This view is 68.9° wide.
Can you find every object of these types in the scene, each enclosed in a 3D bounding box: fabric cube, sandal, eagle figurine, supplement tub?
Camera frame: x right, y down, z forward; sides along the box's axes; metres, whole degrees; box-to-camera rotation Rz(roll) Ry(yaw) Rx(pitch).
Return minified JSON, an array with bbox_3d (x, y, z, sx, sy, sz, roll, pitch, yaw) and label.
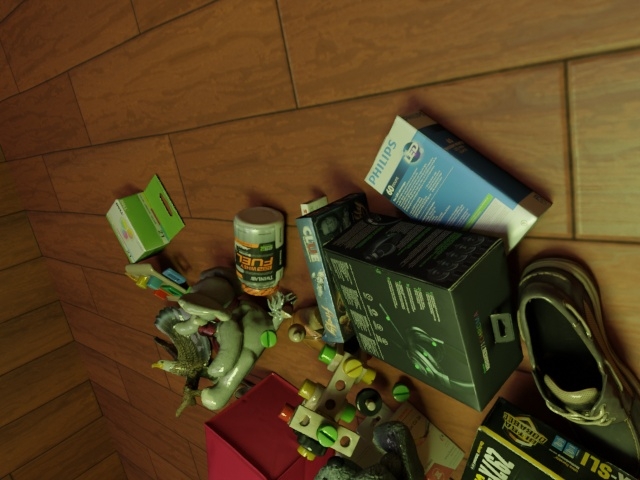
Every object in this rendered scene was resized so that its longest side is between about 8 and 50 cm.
[{"bbox_3d":[-0.132,0.573,1.250,0.254,0.259,0.258,27,126,33],"label":"fabric cube"},{"bbox_3d":[-0.240,0.476,1.454,0.180,0.049,0.072,2,111,43],"label":"sandal"},{"bbox_3d":[-0.452,0.388,1.546,0.226,0.225,0.298,-30,51,8],"label":"eagle figurine"},{"bbox_3d":[-0.142,0.027,1.094,0.117,0.117,0.190,23,124,34],"label":"supplement tub"}]

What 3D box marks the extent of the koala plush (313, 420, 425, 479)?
[{"bbox_3d":[0.072,0.481,0.883,0.221,0.196,0.203,-18,97,30],"label":"koala plush"}]

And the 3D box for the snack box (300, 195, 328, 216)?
[{"bbox_3d":[0.000,0.000,0.985,0.022,0.064,0.178,6,114,39],"label":"snack box"}]

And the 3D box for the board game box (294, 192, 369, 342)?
[{"bbox_3d":[0.050,0.048,0.891,0.042,0.165,0.243,-1,109,43],"label":"board game box"}]

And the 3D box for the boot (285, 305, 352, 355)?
[{"bbox_3d":[0.004,0.244,1.108,0.152,0.073,0.197,-30,89,54],"label":"boot"}]

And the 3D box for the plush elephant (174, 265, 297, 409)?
[{"bbox_3d":[-0.250,0.206,1.181,0.255,0.272,0.330,34,105,3],"label":"plush elephant"}]

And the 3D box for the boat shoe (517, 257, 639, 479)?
[{"bbox_3d":[0.373,0.205,0.689,0.132,0.130,0.355,-24,93,47],"label":"boat shoe"}]

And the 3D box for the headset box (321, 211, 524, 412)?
[{"bbox_3d":[0.170,0.104,0.756,0.283,0.131,0.246,16,135,50],"label":"headset box"}]

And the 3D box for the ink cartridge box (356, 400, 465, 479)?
[{"bbox_3d":[0.186,0.424,0.982,0.198,0.115,0.067,38,131,22],"label":"ink cartridge box"}]

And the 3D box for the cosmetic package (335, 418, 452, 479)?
[{"bbox_3d":[0.199,0.601,1.030,0.366,0.155,0.197,31,125,30],"label":"cosmetic package"}]

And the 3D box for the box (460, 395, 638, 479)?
[{"bbox_3d":[0.373,0.428,0.775,0.257,0.079,0.322,31,146,31],"label":"box"}]

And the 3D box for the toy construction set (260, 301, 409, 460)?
[{"bbox_3d":[0.001,0.266,0.906,0.308,0.257,0.237,55,176,2],"label":"toy construction set"}]

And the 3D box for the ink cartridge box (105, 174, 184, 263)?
[{"bbox_3d":[-0.548,-0.062,1.445,0.255,0.097,0.188,-31,87,47],"label":"ink cartridge box"}]

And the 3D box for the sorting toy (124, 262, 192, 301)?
[{"bbox_3d":[-0.523,0.148,1.500,0.348,0.047,0.196,-4,140,44],"label":"sorting toy"}]

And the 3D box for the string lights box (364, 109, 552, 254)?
[{"bbox_3d":[0.208,-0.078,0.744,0.260,0.077,0.133,43,133,19],"label":"string lights box"}]
